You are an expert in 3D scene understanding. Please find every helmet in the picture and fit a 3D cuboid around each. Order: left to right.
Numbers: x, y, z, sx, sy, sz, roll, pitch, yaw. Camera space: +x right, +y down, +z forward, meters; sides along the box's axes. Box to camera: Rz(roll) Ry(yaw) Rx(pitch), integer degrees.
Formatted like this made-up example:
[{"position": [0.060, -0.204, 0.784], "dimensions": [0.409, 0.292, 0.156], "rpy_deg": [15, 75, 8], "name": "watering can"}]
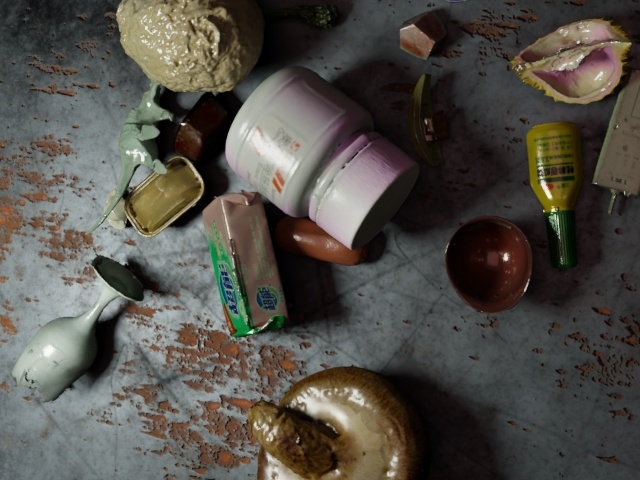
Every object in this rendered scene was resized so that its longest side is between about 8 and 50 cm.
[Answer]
[{"position": [0.312, 0.039, 1.632], "dimensions": [0.155, 0.106, 0.175], "rpy_deg": [-14, 90, 19], "name": "helmet"}]

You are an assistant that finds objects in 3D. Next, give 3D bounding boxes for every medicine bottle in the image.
[{"position": [0.006, -0.148, 1.660], "dimensions": [0.302, 0.241, 0.241], "rpy_deg": [38, 99, 14], "name": "medicine bottle"}, {"position": [0.427, -0.080, 1.622], "dimensions": [0.095, 0.064, 0.260], "rpy_deg": [-5, 88, 17], "name": "medicine bottle"}]

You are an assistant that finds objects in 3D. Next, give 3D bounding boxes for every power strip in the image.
[{"position": [0.550, -0.174, 1.601], "dimensions": [0.092, 0.034, 0.267], "rpy_deg": [17, 93, 16], "name": "power strip"}]

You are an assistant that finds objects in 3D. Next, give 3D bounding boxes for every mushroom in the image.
[{"position": [0.041, 0.402, 1.663], "dimensions": [0.345, 0.239, 0.345], "rpy_deg": [9, 112, 22], "name": "mushroom"}]

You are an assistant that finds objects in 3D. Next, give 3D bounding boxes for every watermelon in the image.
[{"position": [0.194, -0.393, 1.700], "dimensions": [0.085, 0.072, 0.092], "rpy_deg": [24, 91, -1], "name": "watermelon"}]

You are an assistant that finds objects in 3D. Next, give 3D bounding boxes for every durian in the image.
[{"position": [0.448, -0.321, 1.589], "dimensions": [0.182, 0.132, 0.165], "rpy_deg": [-44, 65, 23], "name": "durian"}]

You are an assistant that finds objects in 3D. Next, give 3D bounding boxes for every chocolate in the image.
[{"position": [-0.229, -0.223, 1.807], "dimensions": [0.080, 0.125, 0.148], "rpy_deg": [33, 94, -1], "name": "chocolate"}]

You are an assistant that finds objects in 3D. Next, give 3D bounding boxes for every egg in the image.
[{"position": [-0.244, -0.414, 1.730], "dimensions": [0.310, 0.279, 0.279], "rpy_deg": [30, 98, 42], "name": "egg"}]

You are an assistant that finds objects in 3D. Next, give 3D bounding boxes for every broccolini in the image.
[{"position": [-0.075, -0.454, 1.803], "dimensions": [0.239, 0.051, 0.054], "rpy_deg": [10, 50, 23], "name": "broccolini"}]

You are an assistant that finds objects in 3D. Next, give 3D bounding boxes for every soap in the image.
[{"position": [-0.147, 0.046, 1.744], "dimensions": [0.098, 0.218, 0.273], "rpy_deg": [-11, 85, -19], "name": "soap"}]

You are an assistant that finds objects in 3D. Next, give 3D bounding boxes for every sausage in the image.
[{"position": [0.000, 0.000, 1.748], "dimensions": [0.194, 0.077, 0.077], "rpy_deg": [13, 92, 15], "name": "sausage"}]

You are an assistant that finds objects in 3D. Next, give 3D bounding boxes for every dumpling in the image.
[{"position": [-0.427, -0.064, 1.900], "dimensions": [0.052, 0.057, 0.076], "rpy_deg": [-46, 104, -25], "name": "dumpling"}]

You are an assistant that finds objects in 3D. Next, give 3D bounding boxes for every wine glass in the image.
[{"position": [-0.500, 0.184, 1.863], "dimensions": [0.143, 0.143, 0.321], "rpy_deg": [44, 104, 14], "name": "wine glass"}]

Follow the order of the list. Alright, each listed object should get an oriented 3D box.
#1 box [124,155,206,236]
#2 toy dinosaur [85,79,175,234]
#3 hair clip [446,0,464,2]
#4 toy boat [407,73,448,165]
[{"position": [-0.310, -0.086, 1.828], "dimensions": [0.177, 0.111, 0.111], "rpy_deg": [-39, 78, 13], "name": "box"}, {"position": [-0.366, -0.182, 1.819], "dimensions": [0.205, 0.092, 0.392], "rpy_deg": [36, 106, 57], "name": "toy dinosaur"}, {"position": [0.250, -0.512, 1.702], "dimensions": [0.172, 0.049, 0.116], "rpy_deg": [40, 113, 6], "name": "hair clip"}, {"position": [0.203, -0.224, 1.694], "dimensions": [0.066, 0.065, 0.172], "rpy_deg": [-10, 91, 30], "name": "toy boat"}]
